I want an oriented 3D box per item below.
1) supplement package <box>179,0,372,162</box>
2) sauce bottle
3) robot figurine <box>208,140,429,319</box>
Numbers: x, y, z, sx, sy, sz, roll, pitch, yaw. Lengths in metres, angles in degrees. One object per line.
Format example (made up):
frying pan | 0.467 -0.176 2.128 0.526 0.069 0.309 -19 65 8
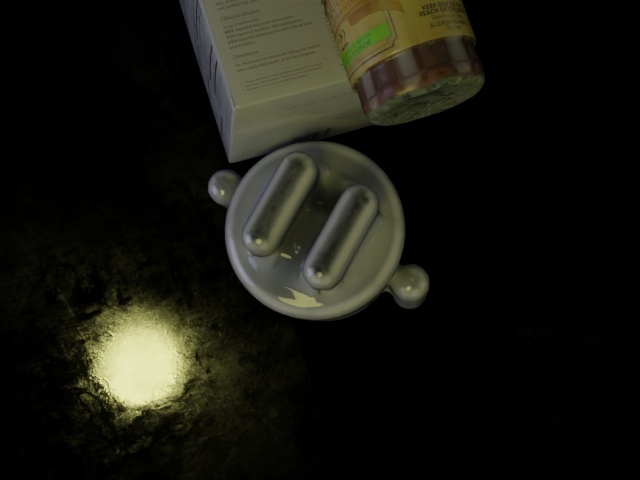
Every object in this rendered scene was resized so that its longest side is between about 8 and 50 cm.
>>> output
supplement package | -0.039 -0.253 0.690 0.198 0.200 0.262 139 114 -78
sauce bottle | 0.035 -0.272 0.549 0.111 0.112 0.344 135 117 -77
robot figurine | 0.000 0.000 0.803 0.300 0.199 0.353 32 175 6
